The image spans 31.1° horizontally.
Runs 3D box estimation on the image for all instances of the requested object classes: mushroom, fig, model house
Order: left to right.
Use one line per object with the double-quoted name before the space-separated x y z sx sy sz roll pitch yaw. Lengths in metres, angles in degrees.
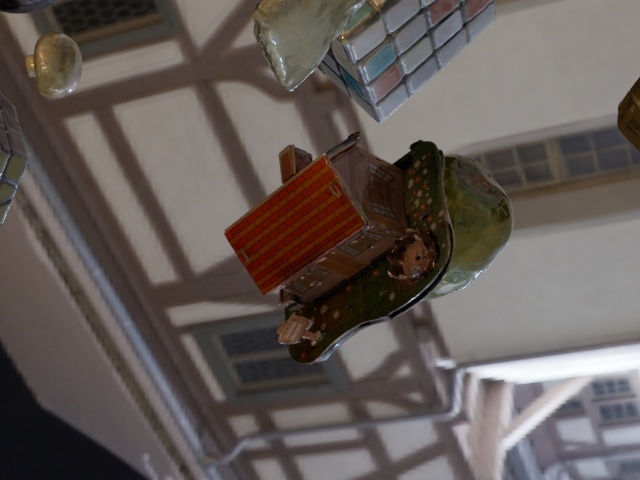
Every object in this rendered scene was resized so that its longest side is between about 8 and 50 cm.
"mushroom" -0.336 -0.220 1.446 0.083 0.068 0.083 -1 -90 -89
"model house" 0.001 -0.001 1.352 0.154 0.294 0.207 24 -133 -32
"fig" 0.154 -0.006 1.562 0.167 0.233 0.167 44 177 3

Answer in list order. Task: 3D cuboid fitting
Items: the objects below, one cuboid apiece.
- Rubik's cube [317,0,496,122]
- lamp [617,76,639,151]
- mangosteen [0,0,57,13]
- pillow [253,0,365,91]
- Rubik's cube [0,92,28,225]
"Rubik's cube" 0.076 -0.374 1.653 0.256 0.259 0.253 47 176 23
"lamp" 0.520 -0.165 1.615 0.185 0.161 0.161 47 -164 14
"mangosteen" -0.419 -0.415 1.587 0.210 0.210 0.209 -11 -90 -69
"pillow" 0.007 -0.276 1.232 0.229 0.051 0.128 -56 -29 -15
"Rubik's cube" -0.603 -0.133 1.734 0.319 0.319 0.264 60 -146 -40
